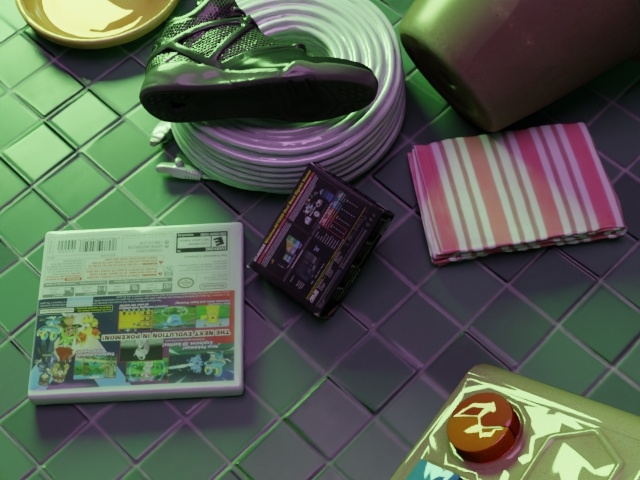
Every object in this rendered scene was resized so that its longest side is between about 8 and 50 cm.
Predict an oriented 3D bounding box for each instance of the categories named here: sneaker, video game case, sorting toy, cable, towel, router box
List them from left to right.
[{"bbox_3d":[-0.174,0.068,1.090,0.201,0.023,0.183,-2,58,1],"label":"video game case"},{"bbox_3d":[-0.056,-0.182,1.093,0.227,0.087,0.130,1,64,9],"label":"sneaker"},{"bbox_3d":[-0.037,-0.167,1.186,0.257,0.089,0.257,13,60,11],"label":"cable"},{"bbox_3d":[0.000,0.000,1.081,0.092,0.038,0.122,35,98,21],"label":"router box"},{"bbox_3d":[0.196,-0.050,1.140,0.197,0.029,0.144,-8,56,-2],"label":"towel"},{"bbox_3d":[0.181,0.211,0.892,0.307,0.041,0.229,16,54,46],"label":"sorting toy"}]

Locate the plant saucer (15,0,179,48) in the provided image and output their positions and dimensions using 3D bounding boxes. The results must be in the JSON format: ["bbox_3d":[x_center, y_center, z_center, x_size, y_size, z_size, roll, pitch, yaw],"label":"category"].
[{"bbox_3d":[-0.253,-0.295,1.307,0.200,0.037,0.200,-2,58,3],"label":"plant saucer"}]

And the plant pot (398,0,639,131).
[{"bbox_3d":[0.212,-0.236,1.145,0.229,0.263,0.263,-43,64,-1],"label":"plant pot"}]
